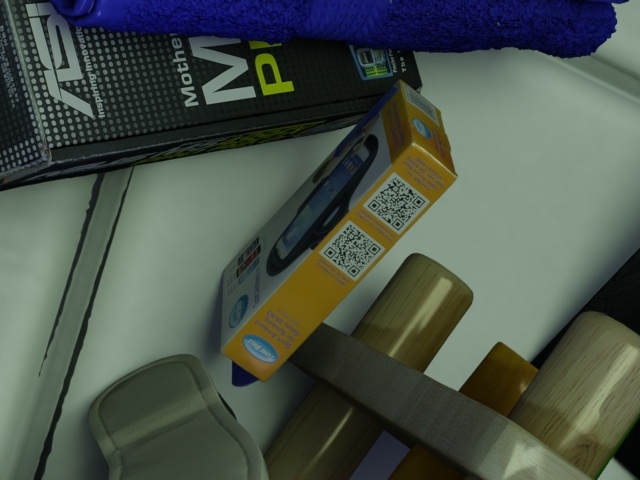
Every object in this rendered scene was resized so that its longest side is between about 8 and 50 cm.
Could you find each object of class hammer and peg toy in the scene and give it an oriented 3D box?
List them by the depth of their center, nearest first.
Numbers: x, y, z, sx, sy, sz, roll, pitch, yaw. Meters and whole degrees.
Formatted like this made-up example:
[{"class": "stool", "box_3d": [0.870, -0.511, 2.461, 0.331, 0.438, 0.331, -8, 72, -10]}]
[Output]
[{"class": "hammer and peg toy", "box_3d": [0.159, 0.155, 0.747, 0.361, 0.266, 0.127, 37, 85, -16]}]

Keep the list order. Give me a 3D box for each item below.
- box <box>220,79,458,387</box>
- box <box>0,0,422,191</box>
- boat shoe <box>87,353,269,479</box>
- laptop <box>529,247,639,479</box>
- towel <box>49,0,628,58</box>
[{"class": "box", "box_3d": [0.000, 0.000, 0.766, 0.028, 0.081, 0.136, 40, 106, -17]}, {"class": "box", "box_3d": [-0.079, -0.167, 0.765, 0.216, 0.060, 0.270, -12, 86, -45]}, {"class": "boat shoe", "box_3d": [-0.048, 0.109, 0.692, 0.075, 0.206, 0.065, -24, 110, 0]}, {"class": "laptop", "box_3d": [0.259, 0.030, 0.964, 0.234, 0.136, 0.264, 43, 39, -15]}, {"class": "towel", "box_3d": [0.012, -0.193, 0.764, 0.308, 0.076, 0.228, -1, 80, -44]}]
